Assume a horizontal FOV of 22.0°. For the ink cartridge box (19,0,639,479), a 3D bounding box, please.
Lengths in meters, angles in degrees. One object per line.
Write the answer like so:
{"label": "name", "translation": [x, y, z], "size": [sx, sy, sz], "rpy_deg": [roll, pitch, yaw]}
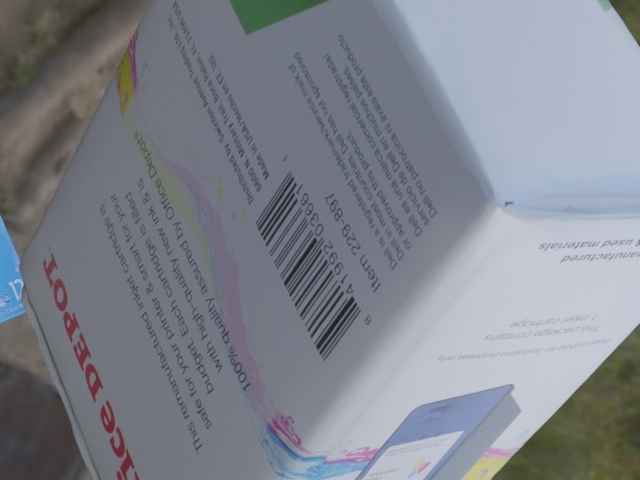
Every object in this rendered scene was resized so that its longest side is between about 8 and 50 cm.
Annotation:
{"label": "ink cartridge box", "translation": [0.000, 0.000, 0.494], "size": [0.093, 0.154, 0.212], "rpy_deg": [-1, 141, -37]}

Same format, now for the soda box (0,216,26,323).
{"label": "soda box", "translation": [-0.258, 0.045, 0.920], "size": [0.210, 0.071, 0.067], "rpy_deg": [-26, 93, -56]}
